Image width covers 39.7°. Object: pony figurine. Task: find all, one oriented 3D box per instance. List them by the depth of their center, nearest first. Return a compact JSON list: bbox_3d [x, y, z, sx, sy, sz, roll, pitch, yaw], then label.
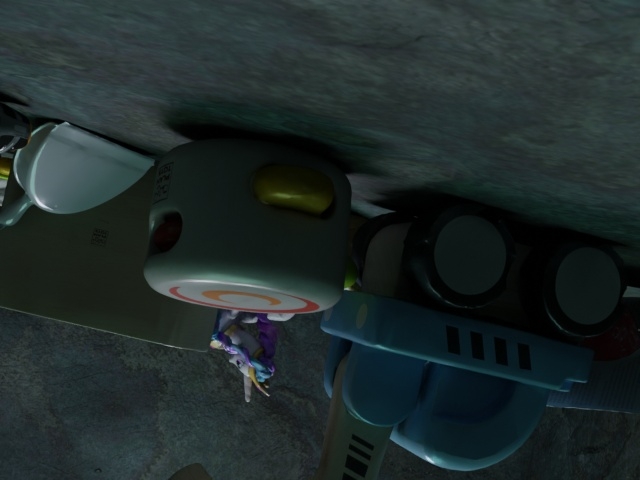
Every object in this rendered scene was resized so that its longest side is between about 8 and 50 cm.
[{"bbox_3d":[-0.176,0.124,1.933,0.363,0.351,0.303,31,180,26],"label":"pony figurine"}]

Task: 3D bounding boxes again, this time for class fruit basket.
[{"bbox_3d":[0.324,0.153,1.213,0.353,0.165,0.327,6,-157,24],"label":"fruit basket"}]

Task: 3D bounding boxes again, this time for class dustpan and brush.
[{"bbox_3d":[-0.318,-0.064,1.044,0.147,0.211,0.060,22,-149,-50],"label":"dustpan and brush"}]

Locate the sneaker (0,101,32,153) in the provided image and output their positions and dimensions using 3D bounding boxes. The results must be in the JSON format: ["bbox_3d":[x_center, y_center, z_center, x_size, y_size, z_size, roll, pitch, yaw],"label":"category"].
[{"bbox_3d":[-0.391,-0.115,0.927,0.215,0.084,0.083,8,178,36],"label":"sneaker"}]

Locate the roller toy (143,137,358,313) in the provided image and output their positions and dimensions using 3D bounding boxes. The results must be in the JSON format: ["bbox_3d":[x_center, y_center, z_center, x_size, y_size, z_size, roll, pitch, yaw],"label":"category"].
[{"bbox_3d":[-0.068,-0.015,0.846,0.191,0.146,0.209,2,167,14],"label":"roller toy"}]

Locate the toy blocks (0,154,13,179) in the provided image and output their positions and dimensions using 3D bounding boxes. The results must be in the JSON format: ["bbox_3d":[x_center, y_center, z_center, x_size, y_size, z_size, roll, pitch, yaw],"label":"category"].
[{"bbox_3d":[-0.428,-0.099,1.359,0.148,0.054,0.123,14,174,-15],"label":"toy blocks"}]

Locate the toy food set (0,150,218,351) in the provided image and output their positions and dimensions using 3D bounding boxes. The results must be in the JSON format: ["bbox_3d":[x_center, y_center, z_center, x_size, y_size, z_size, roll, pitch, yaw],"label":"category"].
[{"bbox_3d":[-0.269,0.002,1.132,0.306,0.219,0.092,12,175,5],"label":"toy food set"}]

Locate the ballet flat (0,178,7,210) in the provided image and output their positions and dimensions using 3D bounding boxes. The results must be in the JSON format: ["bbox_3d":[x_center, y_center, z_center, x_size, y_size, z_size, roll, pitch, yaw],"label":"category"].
[{"bbox_3d":[-0.668,-0.091,1.615,0.139,0.139,0.400,9,174,34],"label":"ballet flat"}]

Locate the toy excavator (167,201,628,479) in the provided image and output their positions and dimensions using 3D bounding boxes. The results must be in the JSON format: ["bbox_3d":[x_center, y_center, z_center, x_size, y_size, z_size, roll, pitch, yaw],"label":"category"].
[{"bbox_3d":[0.073,0.180,0.953,0.433,0.445,0.222,14,174,-18],"label":"toy excavator"}]

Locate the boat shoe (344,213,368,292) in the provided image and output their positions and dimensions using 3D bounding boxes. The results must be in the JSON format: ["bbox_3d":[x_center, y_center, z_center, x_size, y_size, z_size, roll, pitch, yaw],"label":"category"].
[{"bbox_3d":[0.000,0.000,1.184,0.096,0.098,0.277,11,166,27],"label":"boat shoe"}]
